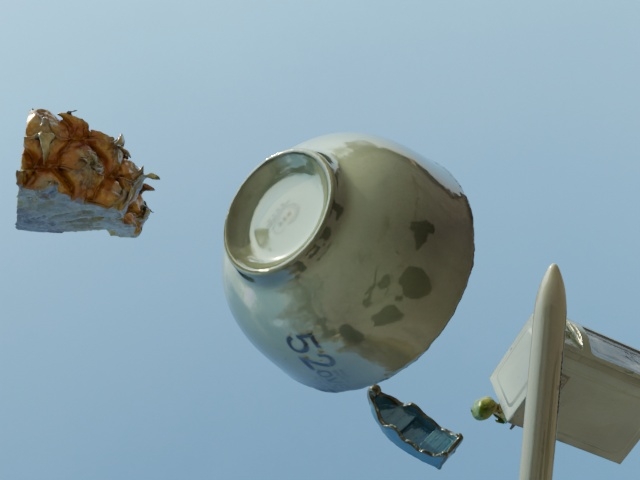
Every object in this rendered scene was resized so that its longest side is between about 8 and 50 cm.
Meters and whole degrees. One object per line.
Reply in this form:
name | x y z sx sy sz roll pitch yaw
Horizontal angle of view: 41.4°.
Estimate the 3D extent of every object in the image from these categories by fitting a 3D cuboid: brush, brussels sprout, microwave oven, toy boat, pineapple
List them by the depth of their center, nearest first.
brush | 0.144 0.164 0.576 0.039 0.042 0.299 2 -88 -7
pineapple | -0.318 -0.065 1.084 0.236 0.186 0.115 50 -141 -55
microwave oven | 0.380 0.211 1.251 0.205 0.163 0.129 24 -157 -14
toy boat | 0.156 0.314 1.459 0.185 0.077 0.075 28 -137 32
brussels sprout | 0.341 0.339 1.692 0.083 0.046 0.051 13 -77 -30

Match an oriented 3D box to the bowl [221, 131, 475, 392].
bowl | 0.000 0.000 1.082 0.185 0.353 0.354 34 -125 -44
